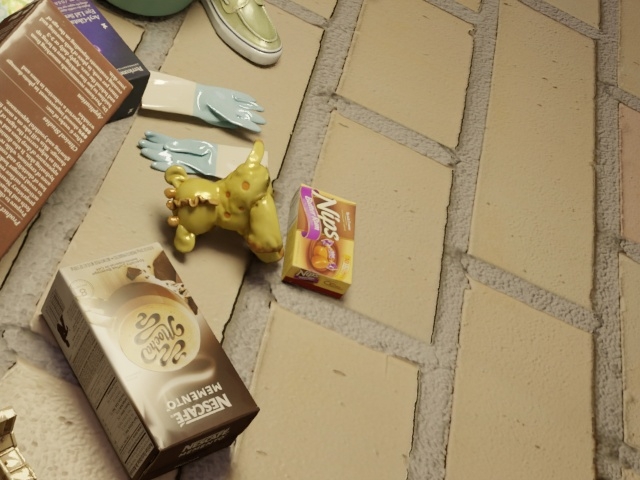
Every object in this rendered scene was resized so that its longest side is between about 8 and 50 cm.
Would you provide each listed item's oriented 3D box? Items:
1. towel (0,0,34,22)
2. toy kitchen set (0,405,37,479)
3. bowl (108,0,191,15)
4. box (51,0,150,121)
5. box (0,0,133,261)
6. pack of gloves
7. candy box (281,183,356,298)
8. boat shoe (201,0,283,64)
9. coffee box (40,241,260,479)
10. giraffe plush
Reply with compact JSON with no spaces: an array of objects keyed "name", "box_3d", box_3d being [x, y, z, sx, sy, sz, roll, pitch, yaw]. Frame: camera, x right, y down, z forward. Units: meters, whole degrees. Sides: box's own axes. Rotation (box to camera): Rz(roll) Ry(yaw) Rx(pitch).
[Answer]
[{"name":"towel","box_3d":[-0.621,-0.274,1.527,0.321,0.090,0.374,28,66,-12]},{"name":"toy kitchen set","box_3d":[-0.402,0.270,1.301,0.068,0.075,0.083,-23,64,-39]},{"name":"bowl","box_3d":[-0.328,-0.539,1.941,0.312,0.163,0.311,16,47,-19]},{"name":"box","box_3d":[-0.411,-0.296,1.735,0.153,0.108,0.207,-28,71,-42]},{"name":"box","box_3d":[-0.455,-0.139,1.457,0.191,0.143,0.381,48,55,-27]},{"name":"pack of gloves","box_3d":[-0.207,-0.185,1.822,0.232,0.046,0.195,11,61,-18]},{"name":"candy box","box_3d":[0.000,0.000,1.769,0.109,0.053,0.186,19,49,-15]},{"name":"boat shoe","box_3d":[-0.170,-0.473,2.026,0.109,0.094,0.302,-23,68,-40]},{"name":"coffee box","box_3d":[-0.240,0.166,1.448,0.168,0.119,0.297,-17,64,-39]},{"name":"giraffe plush","box_3d":[-0.158,-0.052,1.660,0.171,0.210,0.181,-11,60,-2]}]
